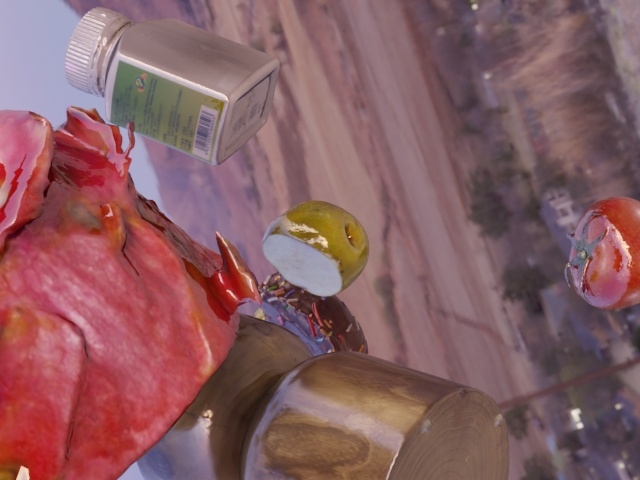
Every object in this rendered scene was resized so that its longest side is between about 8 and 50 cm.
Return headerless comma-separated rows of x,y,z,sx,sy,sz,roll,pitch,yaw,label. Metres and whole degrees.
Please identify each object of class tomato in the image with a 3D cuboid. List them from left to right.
0.441,0.025,1.593,0.167,0.167,0.167,160,90,-85,tomato

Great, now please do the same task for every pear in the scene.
0.000,0.000,1.435,0.104,0.141,0.141,-60,-28,-33,pear

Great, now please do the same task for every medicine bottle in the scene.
-0.153,-0.162,1.097,0.132,0.189,0.088,-51,-19,-55,medicine bottle

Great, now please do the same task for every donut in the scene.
-0.018,0.139,1.679,0.216,0.096,0.230,33,151,18,donut

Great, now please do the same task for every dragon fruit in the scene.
-0.247,0.046,0.656,0.249,0.386,0.371,62,172,-18,dragon fruit

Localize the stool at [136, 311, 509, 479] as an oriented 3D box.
-0.002,0.172,0.892,0.264,0.179,0.179,14,133,40,stool
